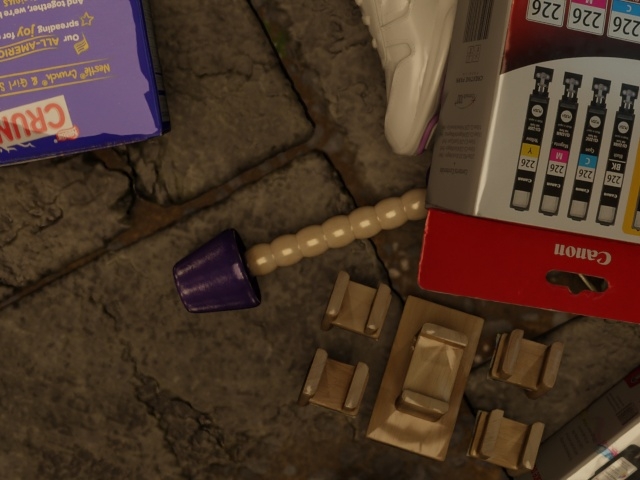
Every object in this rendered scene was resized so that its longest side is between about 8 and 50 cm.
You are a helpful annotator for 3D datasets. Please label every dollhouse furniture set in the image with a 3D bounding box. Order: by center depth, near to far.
[{"bbox_3d":[0.080,0.179,1.373,0.212,0.161,0.242,18,75,0],"label":"dollhouse furniture set"}]

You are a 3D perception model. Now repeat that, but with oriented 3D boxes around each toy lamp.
[{"bbox_3d":[0.000,0.000,1.363,0.275,0.080,0.080,-19,95,5],"label":"toy lamp"}]

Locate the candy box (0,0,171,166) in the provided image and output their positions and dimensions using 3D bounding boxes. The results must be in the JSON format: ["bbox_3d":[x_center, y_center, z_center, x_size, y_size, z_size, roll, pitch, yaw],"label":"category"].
[{"bbox_3d":[-0.291,-0.225,1.329,0.268,0.122,0.317,-9,95,2],"label":"candy box"}]

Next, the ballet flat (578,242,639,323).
[{"bbox_3d":[0.243,-0.023,1.355,0.068,0.072,0.213,-22,94,16],"label":"ballet flat"}]

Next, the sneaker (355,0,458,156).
[{"bbox_3d":[0.072,-0.229,1.334,0.152,0.114,0.305,7,92,16],"label":"sneaker"}]

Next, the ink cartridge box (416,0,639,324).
[{"bbox_3d":[0.258,-0.063,1.250,0.310,0.130,0.271,9,92,-15],"label":"ink cartridge box"}]

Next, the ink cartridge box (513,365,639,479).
[{"bbox_3d":[0.267,0.195,1.348,0.175,0.127,0.072,-40,96,7],"label":"ink cartridge box"}]
